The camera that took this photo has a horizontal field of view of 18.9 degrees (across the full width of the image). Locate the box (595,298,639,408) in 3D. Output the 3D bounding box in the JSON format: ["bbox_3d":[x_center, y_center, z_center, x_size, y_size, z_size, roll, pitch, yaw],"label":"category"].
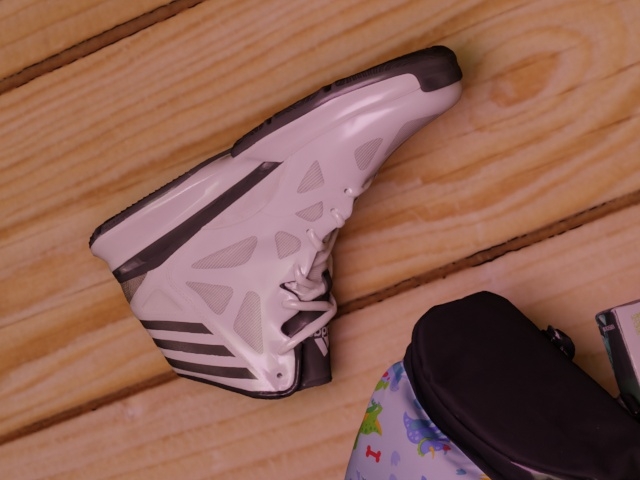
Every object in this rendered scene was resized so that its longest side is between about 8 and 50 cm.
[{"bbox_3d":[0.411,0.183,1.762,0.232,0.058,0.322,-16,83,-13],"label":"box"}]

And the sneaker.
[{"bbox_3d":[0.000,0.000,1.937,0.447,0.169,0.257,-30,90,27],"label":"sneaker"}]

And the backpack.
[{"bbox_3d":[0.138,0.280,1.806,0.290,0.273,0.355,48,146,41],"label":"backpack"}]
